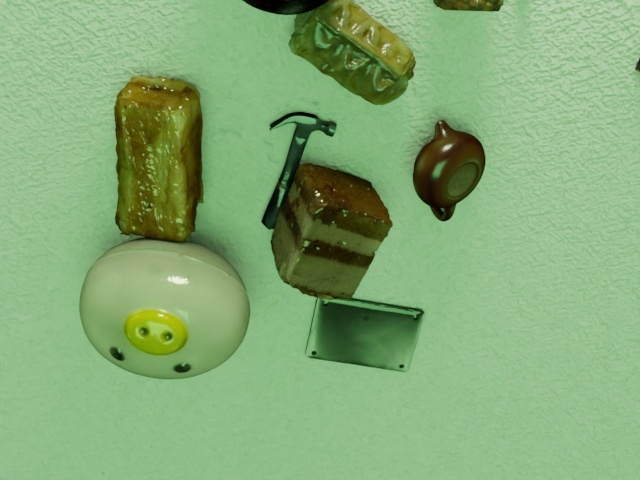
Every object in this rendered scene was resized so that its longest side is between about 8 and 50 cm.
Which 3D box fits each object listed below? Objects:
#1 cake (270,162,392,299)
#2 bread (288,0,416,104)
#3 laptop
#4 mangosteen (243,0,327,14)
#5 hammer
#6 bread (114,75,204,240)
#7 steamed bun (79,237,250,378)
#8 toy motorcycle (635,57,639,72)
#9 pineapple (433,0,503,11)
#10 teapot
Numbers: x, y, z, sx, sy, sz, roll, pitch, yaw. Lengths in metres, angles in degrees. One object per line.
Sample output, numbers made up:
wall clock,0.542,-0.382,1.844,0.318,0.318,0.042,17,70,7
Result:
cake,0.000,0.000,1.956,0.198,0.196,0.293,11,121,-28
bread,0.071,-0.387,1.809,0.267,0.130,0.152,32,103,-16
laptop,0.107,0.231,2.185,0.269,0.015,0.188,9,117,-6
mangosteen,-0.059,-0.563,1.651,0.288,0.288,0.288,0,117,-1
hammer,-0.077,-0.151,1.975,0.137,0.037,0.290,17,115,-10
bread,-0.346,-0.173,1.900,0.195,0.149,0.344,10,118,7
steamed bun,-0.344,0.152,1.974,0.374,0.334,0.334,13,116,-4
toy motorcycle,0.804,-0.327,1.838,0.263,0.157,0.091,14,119,-6
pineapple,0.284,-0.610,1.689,0.169,0.169,0.340,-2,109,0
teapot,0.268,-0.150,1.945,0.178,0.135,0.252,-22,139,-22
